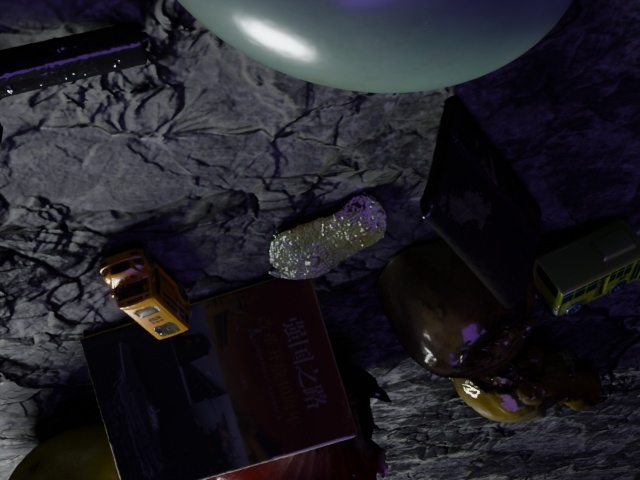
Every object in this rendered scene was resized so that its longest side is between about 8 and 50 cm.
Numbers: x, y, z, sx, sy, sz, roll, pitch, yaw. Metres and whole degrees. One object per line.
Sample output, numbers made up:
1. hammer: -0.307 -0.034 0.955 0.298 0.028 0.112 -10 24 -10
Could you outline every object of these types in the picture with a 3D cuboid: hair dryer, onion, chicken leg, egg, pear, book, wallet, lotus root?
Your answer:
1. hair dryer: -0.298 -0.183 0.911 0.251 0.089 0.197 -15 144 -15
2. onion: -0.037 0.356 1.521 0.341 0.341 0.341 -9 145 -7
3. chicken leg: 0.422 0.277 1.754 0.429 0.152 0.201 13 150 -44
4. egg: 0.040 -0.259 0.730 0.389 0.276 0.276 2 142 -22
5. pear: -0.400 0.434 1.625 0.340 0.191 0.386 20 134 -34
6. book: -0.158 0.221 1.378 0.374 0.262 0.028 -17 176 6
7. wallet: 0.224 -0.040 1.206 0.044 0.170 0.321 6 159 34
8. lotus root: 0.230 0.117 1.423 0.272 0.192 0.272 -12 139 -11

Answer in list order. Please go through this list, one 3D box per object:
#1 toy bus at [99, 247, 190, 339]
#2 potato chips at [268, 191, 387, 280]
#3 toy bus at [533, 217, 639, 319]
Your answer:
1. toy bus: -0.245 0.076 1.279 0.070 0.074 0.162 -19 146 10
2. potato chips: 0.000 0.000 1.296 0.142 0.026 0.209 17 135 -26
3. toy bus: 0.425 0.042 1.423 0.175 0.088 0.101 -24 148 -10
